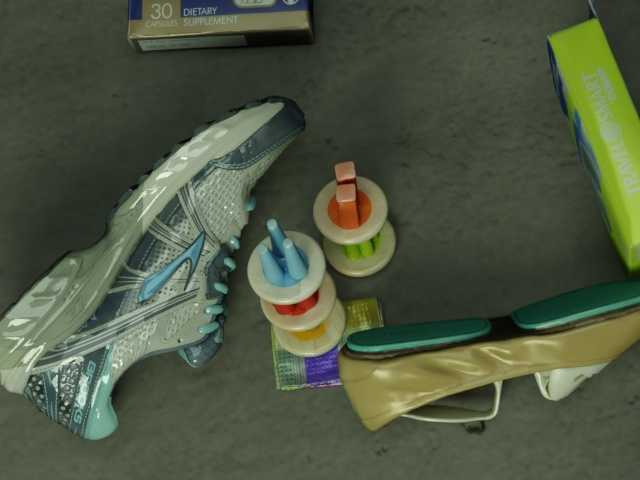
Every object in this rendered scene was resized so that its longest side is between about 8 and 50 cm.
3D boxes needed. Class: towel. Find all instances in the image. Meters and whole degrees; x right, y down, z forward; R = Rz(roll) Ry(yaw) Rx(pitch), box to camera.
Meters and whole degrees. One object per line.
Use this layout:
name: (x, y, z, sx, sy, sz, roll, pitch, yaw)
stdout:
towel: (0.007, 0.072, 1.343, 0.083, 0.009, 0.060, -7, 74, 6)

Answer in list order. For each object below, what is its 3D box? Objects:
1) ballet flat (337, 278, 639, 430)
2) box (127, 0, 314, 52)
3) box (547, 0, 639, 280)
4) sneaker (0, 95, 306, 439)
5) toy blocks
ballet flat: (0.129, 0.080, 1.302, 0.232, 0.080, 0.073, -11, 102, 5)
box: (-0.074, -0.254, 1.433, 0.136, 0.036, 0.225, -3, 73, 7)
box: (0.197, -0.069, 1.305, 0.042, 0.109, 0.178, -20, 73, 4)
sneaker: (-0.101, 0.020, 1.340, 0.122, 0.110, 0.283, 44, 87, -1)
toy blocks: (0.000, 0.000, 1.285, 0.054, 0.148, 0.123, 26, 73, 19)
